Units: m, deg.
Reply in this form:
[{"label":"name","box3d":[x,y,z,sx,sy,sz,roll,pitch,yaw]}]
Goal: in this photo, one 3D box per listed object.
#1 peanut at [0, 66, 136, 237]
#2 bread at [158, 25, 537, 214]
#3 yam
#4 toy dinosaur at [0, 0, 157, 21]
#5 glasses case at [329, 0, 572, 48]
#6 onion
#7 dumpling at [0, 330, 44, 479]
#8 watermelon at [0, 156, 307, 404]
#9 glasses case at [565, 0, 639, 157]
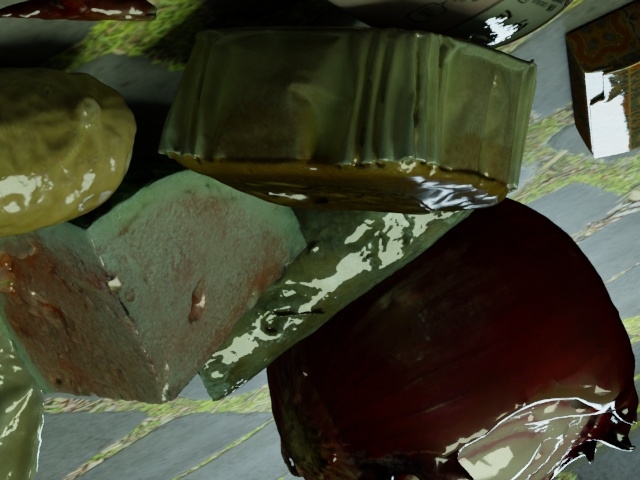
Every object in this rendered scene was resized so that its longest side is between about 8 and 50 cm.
[{"label":"peanut","box3d":[-0.239,-0.037,1.185,0.263,0.101,0.117,-20,141,-5]},{"label":"bread","box3d":[0.020,-0.075,1.265,0.210,0.110,0.192,3,176,30]},{"label":"yam","box3d":[0.000,0.000,1.546,0.330,0.133,0.133,-33,161,15]},{"label":"toy dinosaur","box3d":[-0.149,-0.126,1.027,0.327,0.113,0.206,-15,160,-24]},{"label":"glasses case","box3d":[0.077,-0.179,1.226,0.122,0.075,0.314,-27,163,20]},{"label":"onion","box3d":[0.097,0.107,1.703,0.341,0.341,0.341,-22,162,-8]},{"label":"dumpling","box3d":[-0.334,0.131,1.473,0.243,0.175,0.227,-21,138,-60]},{"label":"watermelon","box3d":[-0.145,0.030,1.400,0.256,0.176,0.260,9,175,-42]},{"label":"glasses case","box3d":[0.253,-0.130,1.643,0.075,0.049,0.218,-26,162,2]}]
